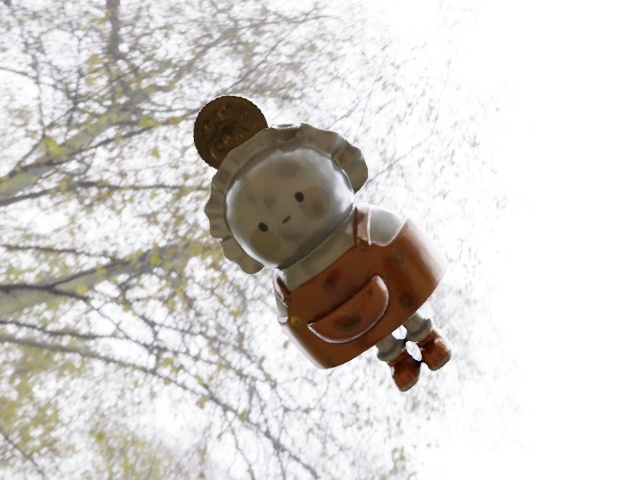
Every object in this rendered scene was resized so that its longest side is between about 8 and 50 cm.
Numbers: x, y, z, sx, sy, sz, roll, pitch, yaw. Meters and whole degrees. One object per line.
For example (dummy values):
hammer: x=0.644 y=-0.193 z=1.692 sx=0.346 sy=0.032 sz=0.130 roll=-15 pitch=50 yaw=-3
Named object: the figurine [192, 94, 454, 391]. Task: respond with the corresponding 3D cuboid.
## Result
figurine: x=0.002 y=0.000 z=0.796 sx=0.143 sy=0.143 sz=0.271 roll=-39 pitch=-96 yaw=18
